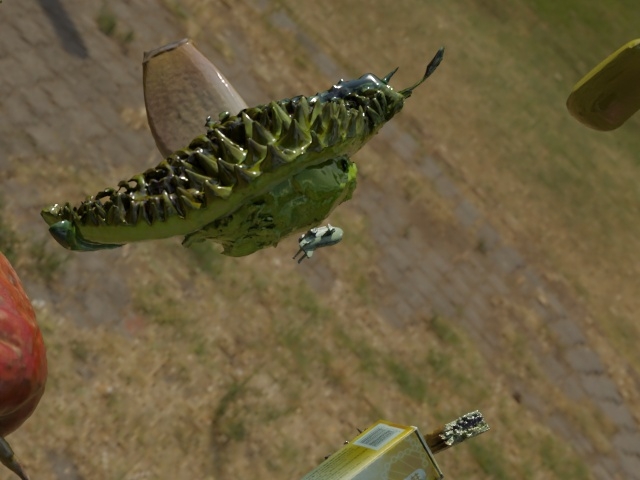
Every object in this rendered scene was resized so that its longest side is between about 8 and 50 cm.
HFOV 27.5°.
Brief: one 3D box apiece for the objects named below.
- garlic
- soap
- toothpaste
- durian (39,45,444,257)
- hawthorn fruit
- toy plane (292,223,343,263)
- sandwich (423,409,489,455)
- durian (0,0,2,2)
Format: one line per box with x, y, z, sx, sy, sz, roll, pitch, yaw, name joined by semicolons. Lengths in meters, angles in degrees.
-0.167;-0.161;1.912;0.318;0.143;0.112;56;1;16;garlic
0.348;-0.178;1.492;0.089;0.140;0.045;24;41;-36;soap
-0.025;0.293;1.302;0.313;0.089;0.071;-33;104;-23;toothpaste
-0.037;-0.059;1.037;0.375;0.132;0.106;-24;48;-25;durian
-0.396;0.108;1.287;0.258;0.258;0.262;18;15;-41;hawthorn fruit
-0.002;-0.002;1.645;0.083;0.080;0.033;-27;75;-45;toy plane
0.205;0.291;1.982;0.105;0.093;0.035;-6;68;-60;sandwich
-0.265;-0.189;0.739;0.177;0.236;0.200;-1;1;-17;durian
